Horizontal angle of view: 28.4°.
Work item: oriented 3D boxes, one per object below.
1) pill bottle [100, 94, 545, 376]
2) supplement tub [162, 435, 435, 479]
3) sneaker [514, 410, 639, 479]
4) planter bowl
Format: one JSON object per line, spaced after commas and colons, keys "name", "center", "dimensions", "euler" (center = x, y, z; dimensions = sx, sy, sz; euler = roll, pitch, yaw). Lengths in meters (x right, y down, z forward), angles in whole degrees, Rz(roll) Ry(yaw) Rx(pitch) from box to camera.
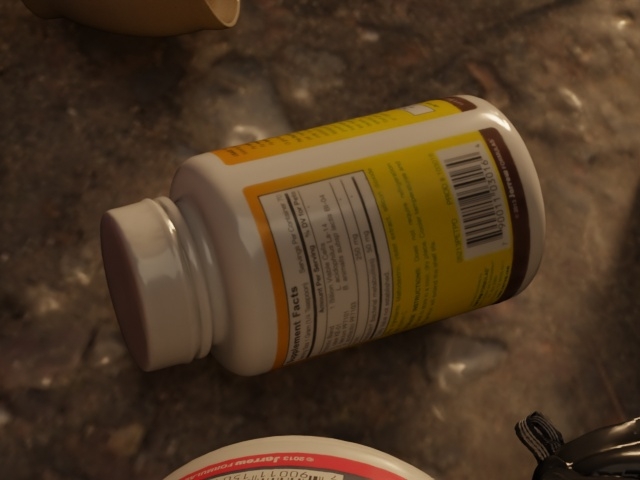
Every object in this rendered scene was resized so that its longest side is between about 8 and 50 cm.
{"name": "pill bottle", "center": [0.000, 0.000, 0.661], "dimensions": [0.215, 0.117, 0.117], "euler": [-14, 67, -19]}
{"name": "supplement tub", "center": [-0.018, 0.205, 0.445], "dimensions": [0.191, 0.191, 0.272], "euler": [22, 18, -1]}
{"name": "sneaker", "center": [0.203, 0.172, 0.625], "dimensions": [0.269, 0.101, 0.153], "euler": [31, 28, -23]}
{"name": "planter bowl", "center": [-0.123, -0.186, 0.721], "dimensions": [0.109, 0.162, 0.162], "euler": [-14, 64, 11]}
